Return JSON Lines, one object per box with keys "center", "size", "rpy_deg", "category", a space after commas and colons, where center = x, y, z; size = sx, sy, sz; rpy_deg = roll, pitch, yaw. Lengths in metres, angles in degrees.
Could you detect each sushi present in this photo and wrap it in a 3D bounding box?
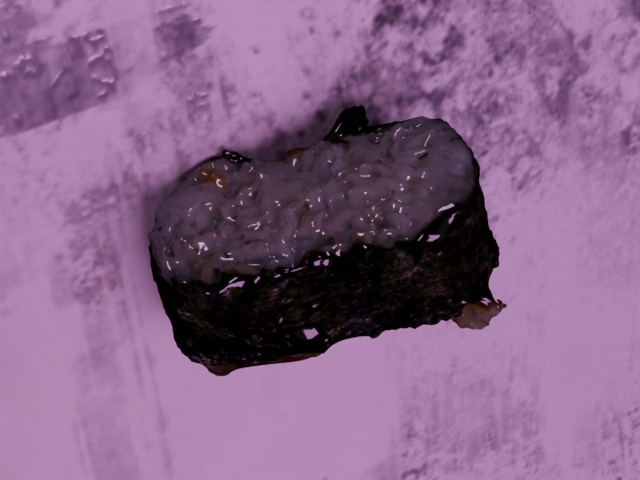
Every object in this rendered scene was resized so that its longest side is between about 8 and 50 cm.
{"center": [0.000, 0.000, 0.992], "size": [0.213, 0.147, 0.115], "rpy_deg": [-18, 138, -1], "category": "sushi"}
